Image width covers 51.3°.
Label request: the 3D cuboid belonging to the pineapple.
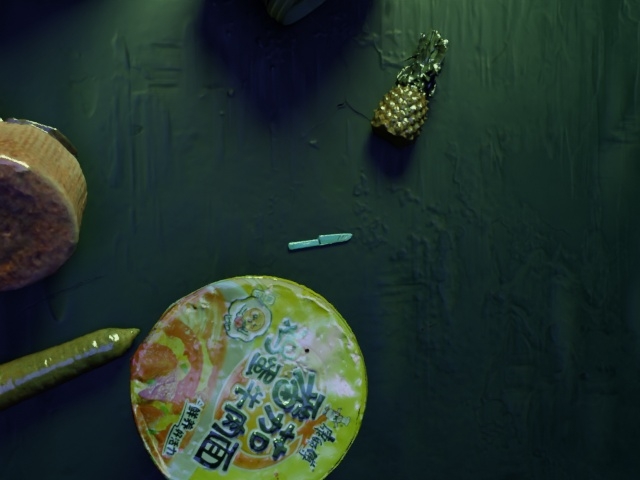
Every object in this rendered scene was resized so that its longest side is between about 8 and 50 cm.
[{"bbox_3d":[0.127,-0.209,0.900,0.074,0.074,0.159,27,85,-9],"label":"pineapple"}]

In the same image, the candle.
[{"bbox_3d":[-0.447,-0.046,0.738,0.287,0.131,0.317,-39,120,15],"label":"candle"}]

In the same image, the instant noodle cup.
[{"bbox_3d":[-0.088,0.160,0.814,0.264,0.200,0.264,-1,94,-9],"label":"instant noodle cup"}]

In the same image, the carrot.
[{"bbox_3d":[-0.392,0.179,0.837,0.342,0.070,0.070,-23,96,-9],"label":"carrot"}]

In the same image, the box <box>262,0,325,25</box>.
[{"bbox_3d":[-0.011,-0.386,0.788,0.226,0.226,0.149,-41,98,-5],"label":"box"}]

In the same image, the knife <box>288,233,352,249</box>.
[{"bbox_3d":[0.000,0.000,0.919,0.091,0.005,0.014,-8,96,-9],"label":"knife"}]
